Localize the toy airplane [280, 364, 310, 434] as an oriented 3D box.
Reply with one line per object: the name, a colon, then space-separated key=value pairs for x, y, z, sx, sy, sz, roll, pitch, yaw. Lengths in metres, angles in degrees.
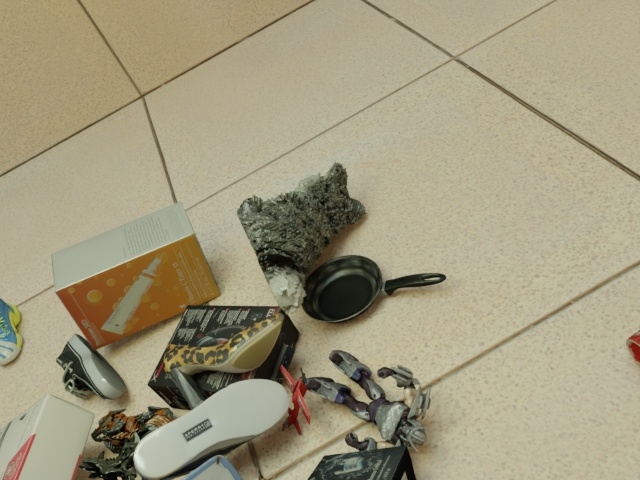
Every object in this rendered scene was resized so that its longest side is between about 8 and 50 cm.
toy airplane: x=-0.047 y=0.318 z=1.221 sx=0.028 sy=0.151 sz=0.151 roll=0 pitch=30 yaw=-28

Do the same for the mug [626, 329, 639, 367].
mug: x=0.607 y=0.163 z=1.007 sx=0.169 sy=0.113 sz=0.150 roll=-32 pitch=38 yaw=1

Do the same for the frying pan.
frying pan: x=0.109 y=0.091 z=1.415 sx=0.326 sy=0.053 sz=0.197 roll=-21 pitch=40 yaw=8

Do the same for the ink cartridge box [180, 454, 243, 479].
ink cartridge box: x=-0.251 y=0.490 z=0.972 sx=0.270 sy=0.395 sz=0.151 roll=-31 pitch=77 yaw=-28

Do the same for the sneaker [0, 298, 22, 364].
sneaker: x=-0.928 y=0.248 z=1.789 sx=0.091 sy=0.126 sz=0.240 roll=-33 pitch=39 yaw=-5

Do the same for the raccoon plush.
raccoon plush: x=0.000 y=0.000 z=1.459 sx=0.299 sy=0.216 sz=0.446 roll=-26 pitch=39 yaw=-4

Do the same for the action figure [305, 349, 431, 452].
action figure: x=0.095 y=0.304 z=1.151 sx=0.285 sy=0.099 sz=0.185 roll=24 pitch=80 yaw=53

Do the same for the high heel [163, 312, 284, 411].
high heel: x=-0.205 y=0.201 z=1.266 sx=0.261 sy=0.093 sz=0.186 roll=-45 pitch=49 yaw=-2

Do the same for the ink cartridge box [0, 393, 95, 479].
ink cartridge box: x=-0.617 y=0.477 z=1.297 sx=0.283 sy=0.117 sz=0.207 roll=-35 pitch=34 yaw=30

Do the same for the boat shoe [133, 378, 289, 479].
boat shoe: x=-0.199 y=0.361 z=1.171 sx=0.301 sy=0.102 sz=0.108 roll=-25 pitch=66 yaw=-25

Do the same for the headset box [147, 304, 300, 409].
headset box: x=-0.195 y=0.258 z=1.366 sx=0.293 sy=0.110 sz=0.218 roll=-3 pitch=47 yaw=27

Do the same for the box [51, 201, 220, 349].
box: x=-0.461 y=0.087 z=1.580 sx=0.345 sy=0.215 sz=0.168 roll=-24 pitch=39 yaw=-10

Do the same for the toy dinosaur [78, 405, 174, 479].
toy dinosaur: x=-0.356 y=0.420 z=1.271 sx=0.321 sy=0.164 sz=0.218 roll=-21 pitch=20 yaw=39

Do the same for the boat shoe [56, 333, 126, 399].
boat shoe: x=-0.572 y=0.325 z=1.515 sx=0.105 sy=0.113 sz=0.306 roll=-50 pitch=41 yaw=-14

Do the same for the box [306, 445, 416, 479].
box: x=0.062 y=0.413 z=1.006 sx=0.158 sy=0.093 sz=0.156 roll=-15 pitch=3 yaw=21
